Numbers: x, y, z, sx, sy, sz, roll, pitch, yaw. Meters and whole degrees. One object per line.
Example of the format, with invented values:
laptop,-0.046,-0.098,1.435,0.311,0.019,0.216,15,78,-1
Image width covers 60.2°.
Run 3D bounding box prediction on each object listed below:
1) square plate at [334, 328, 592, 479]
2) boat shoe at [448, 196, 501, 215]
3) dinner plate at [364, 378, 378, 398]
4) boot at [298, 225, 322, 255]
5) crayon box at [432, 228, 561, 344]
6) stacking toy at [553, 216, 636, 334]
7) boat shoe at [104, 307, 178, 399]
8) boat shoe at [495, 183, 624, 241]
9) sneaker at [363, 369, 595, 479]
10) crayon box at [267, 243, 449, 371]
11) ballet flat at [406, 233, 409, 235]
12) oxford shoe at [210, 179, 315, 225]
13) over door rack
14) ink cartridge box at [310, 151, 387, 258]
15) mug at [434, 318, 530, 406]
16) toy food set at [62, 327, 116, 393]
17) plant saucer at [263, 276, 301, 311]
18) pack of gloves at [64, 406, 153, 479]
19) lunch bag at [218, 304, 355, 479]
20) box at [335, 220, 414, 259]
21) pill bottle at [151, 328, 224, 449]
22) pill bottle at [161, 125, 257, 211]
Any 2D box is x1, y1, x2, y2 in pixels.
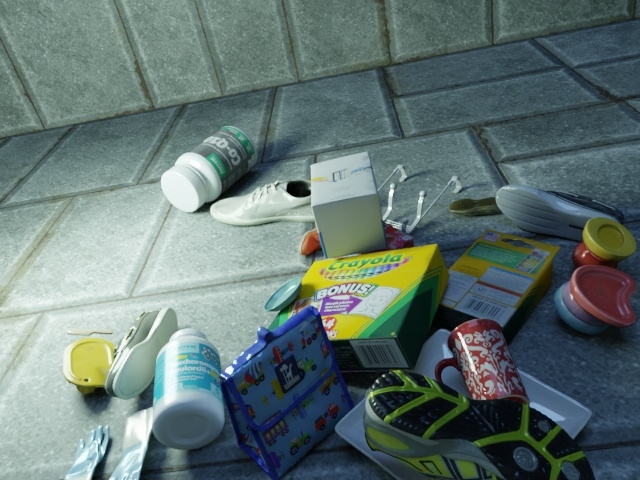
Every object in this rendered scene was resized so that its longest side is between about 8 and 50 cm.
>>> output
square plate,0.265,0.351,1.048,0.347,0.049,0.344,-34,43,-29
boat shoe,0.470,-0.097,1.680,0.153,0.048,0.056,-8,45,20
dinner plate,0.161,0.330,1.162,0.141,0.017,0.141,-8,35,6
boot,0.000,0.000,1.677,0.085,0.059,0.158,19,43,32
crayon box,0.422,0.108,1.344,0.203,0.083,0.323,18,45,39
stacking toy,0.685,0.123,1.258,0.280,0.130,0.309,31,51,13
boat shoe,-0.454,0.277,1.371,0.091,0.109,0.305,-5,28,14
boat shoe,0.661,-0.080,1.537,0.335,0.121,0.119,26,41,30
sneaker,0.255,0.343,0.918,0.385,0.147,0.145,22,42,11
crayon box,0.082,0.157,1.287,0.363,0.106,0.313,-9,31,35
ballet flat,0.206,-0.002,1.631,0.115,0.041,0.041,6,37,27
oxford shoe,-0.168,-0.138,1.877,0.450,0.130,0.169,-2,36,19
over door rack,0.264,-0.156,1.773,0.240,0.108,0.324,19,45,38
ink cartridge box,0.072,-0.097,1.463,0.168,0.171,0.232,-11,34,6
mug,0.311,0.261,1.055,0.113,0.150,0.169,19,34,-23
toy food set,-0.582,0.315,1.400,0.128,0.071,0.218,1,29,-24
plant saucer,-0.087,0.137,1.361,0.119,0.021,0.119,-37,15,11
pack of gloves,-0.437,0.470,1.148,0.195,0.046,0.232,-20,29,10
lunch bag,-0.075,0.273,1.071,0.221,0.293,0.138,-34,38,-28
box,0.136,0.019,1.537,0.128,0.122,0.257,-28,36,-20
pill bottle,-0.292,0.313,1.220,0.146,0.146,0.264,-16,33,-5
pill bottle,-0.417,-0.271,2.090,0.204,0.204,0.361,9,39,29
